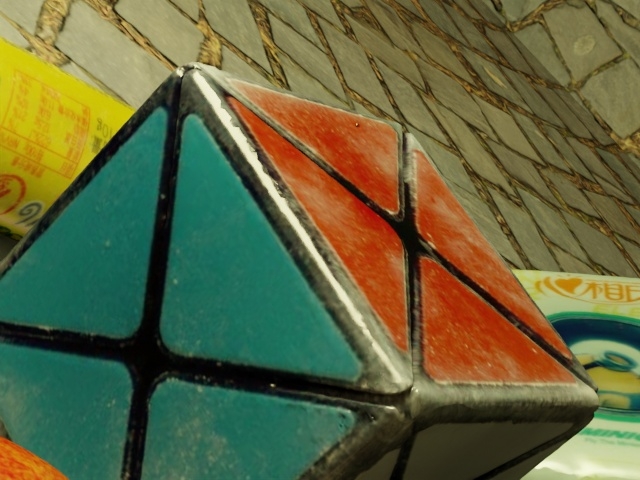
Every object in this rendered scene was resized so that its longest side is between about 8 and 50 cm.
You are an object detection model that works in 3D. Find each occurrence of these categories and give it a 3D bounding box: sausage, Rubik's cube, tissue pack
[{"bbox_3d":[-0.209,-0.066,0.993,0.347,0.123,0.123,26,29,-40],"label":"sausage"},{"bbox_3d":[-0.030,0.079,0.888,0.255,0.260,0.259,10,39,-54],"label":"Rubik's cube"},{"bbox_3d":[0.255,0.166,1.237,0.287,0.162,0.388,5,22,6],"label":"tissue pack"}]

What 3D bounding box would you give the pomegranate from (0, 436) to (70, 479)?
[{"bbox_3d":[-0.151,0.185,0.542,0.257,0.221,0.221,44,20,-23],"label":"pomegranate"}]
